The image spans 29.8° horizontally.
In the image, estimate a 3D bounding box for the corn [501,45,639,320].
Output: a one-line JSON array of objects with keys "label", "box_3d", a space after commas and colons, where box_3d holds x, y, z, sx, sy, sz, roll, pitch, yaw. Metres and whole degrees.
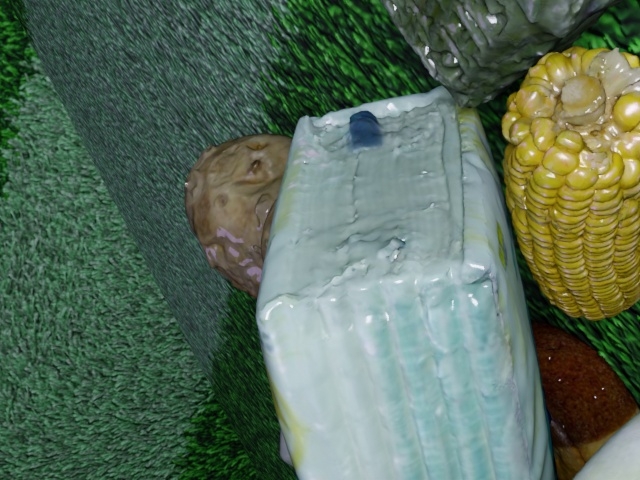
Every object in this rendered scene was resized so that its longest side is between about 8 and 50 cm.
[{"label": "corn", "box_3d": [0.167, -0.020, 0.755, 0.101, 0.101, 0.292, 50, 177, 24]}]

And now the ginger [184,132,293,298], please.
[{"label": "ginger", "box_3d": [0.000, 0.000, 1.238, 0.256, 0.176, 0.375, 44, 167, -22]}]

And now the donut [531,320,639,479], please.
[{"label": "donut", "box_3d": [0.218, 0.160, 1.024, 0.217, 0.085, 0.141, 60, 162, -7]}]

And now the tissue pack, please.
[{"label": "tissue pack", "box_3d": [0.076, 0.127, 0.823, 0.287, 0.162, 0.388, -81, -20, -62]}]

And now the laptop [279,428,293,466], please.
[{"label": "laptop", "box_3d": [0.063, 0.183, 1.106, 0.269, 0.015, 0.188, 23, 123, 36]}]

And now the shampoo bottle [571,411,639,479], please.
[{"label": "shampoo bottle", "box_3d": [0.270, 0.241, 0.603, 0.317, 0.322, 0.322, 30, 151, 39]}]

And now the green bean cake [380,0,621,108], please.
[{"label": "green bean cake", "box_3d": [0.092, -0.181, 0.720, 0.173, 0.094, 0.181, 58, 163, 0]}]
